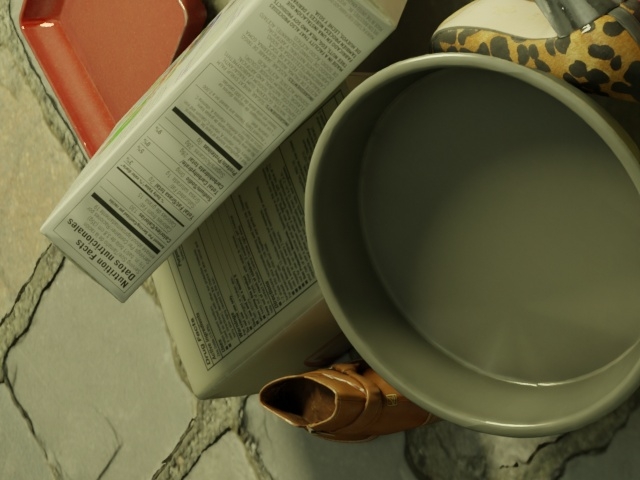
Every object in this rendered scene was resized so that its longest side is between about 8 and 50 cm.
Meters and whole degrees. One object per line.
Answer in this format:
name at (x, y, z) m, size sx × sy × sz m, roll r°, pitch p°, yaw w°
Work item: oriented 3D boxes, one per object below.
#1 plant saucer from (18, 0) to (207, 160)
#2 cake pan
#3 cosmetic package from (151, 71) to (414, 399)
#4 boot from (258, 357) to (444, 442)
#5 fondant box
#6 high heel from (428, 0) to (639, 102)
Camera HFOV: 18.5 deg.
plant saucer at (-0.196, -0.213, 1.889) m, size 0.259 × 0.048 × 0.258 m, roll 60°, pitch 143°, yaw 30°
cake pan at (0.125, 0.000, 1.416) m, size 0.293 × 0.054 × 0.293 m, roll 14°, pitch 118°, yaw 29°
cosmetic package at (0.000, 0.000, 1.648) m, size 0.296 × 0.129 × 0.153 m, roll -38°, pitch 64°, yaw 40°
boot at (0.005, 0.131, 1.623) m, size 0.197 × 0.152 × 0.073 m, roll -16°, pitch 79°, yaw 46°
fondant box at (-0.065, -0.128, 1.596) m, size 0.096 × 0.238 × 0.330 m, roll 43°, pitch 114°, yaw -10°
high heel at (0.173, -0.117, 1.458) m, size 0.186 × 0.093 × 0.261 m, roll 47°, pitch 161°, yaw 17°
